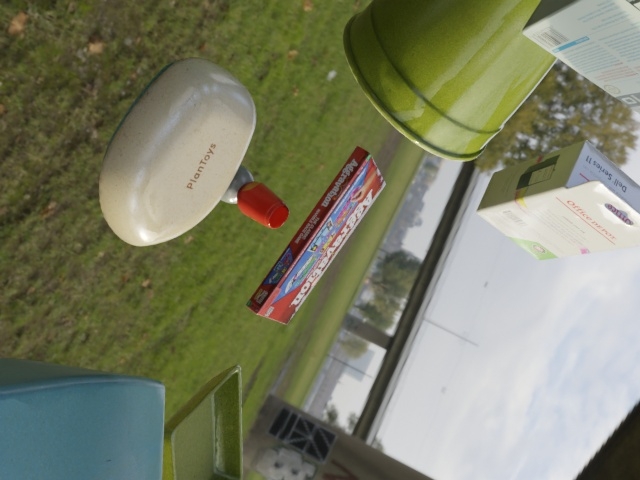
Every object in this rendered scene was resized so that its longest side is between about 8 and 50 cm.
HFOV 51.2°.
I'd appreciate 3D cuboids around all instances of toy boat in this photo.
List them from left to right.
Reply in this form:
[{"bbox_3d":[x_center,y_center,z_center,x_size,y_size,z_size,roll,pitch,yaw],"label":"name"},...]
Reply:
[{"bbox_3d":[-0.175,-0.103,0.954,0.268,0.148,0.318,-56,147,3],"label":"toy boat"}]

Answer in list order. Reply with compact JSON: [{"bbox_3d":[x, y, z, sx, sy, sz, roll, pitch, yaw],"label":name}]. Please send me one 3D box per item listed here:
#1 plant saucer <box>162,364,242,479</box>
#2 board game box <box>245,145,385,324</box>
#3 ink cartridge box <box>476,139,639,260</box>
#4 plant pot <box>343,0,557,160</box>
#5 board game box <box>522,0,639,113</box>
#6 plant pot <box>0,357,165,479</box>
[{"bbox_3d":[-0.158,0.278,0.858,0.188,0.045,0.189,-40,133,-67],"label":"plant saucer"},{"bbox_3d":[0.000,0.000,1.021,0.281,0.027,0.145,-55,161,-2],"label":"board game box"},{"bbox_3d":[0.510,-0.076,1.351,0.119,0.207,0.353,-60,-164,-18],"label":"ink cartridge box"},{"bbox_3d":[0.291,-0.395,1.200,0.353,0.366,0.366,-42,-169,40],"label":"plant pot"},{"bbox_3d":[0.328,-0.124,0.480,0.098,0.303,0.224,-56,-173,5],"label":"board game box"},{"bbox_3d":[-0.233,0.167,0.490,0.234,0.165,0.166,4,88,-63],"label":"plant pot"}]
